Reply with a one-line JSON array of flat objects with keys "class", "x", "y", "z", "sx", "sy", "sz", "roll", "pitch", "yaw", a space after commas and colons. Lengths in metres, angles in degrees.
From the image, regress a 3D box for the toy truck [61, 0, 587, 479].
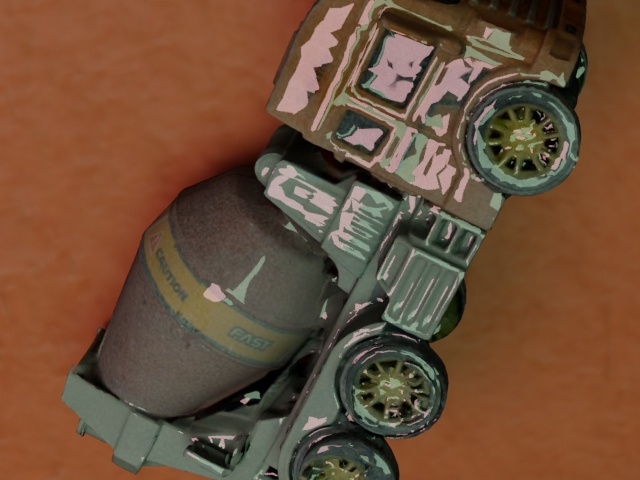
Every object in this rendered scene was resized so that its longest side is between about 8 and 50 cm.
[{"class": "toy truck", "x": 0.000, "y": 0.000, "z": 0.714, "sx": 0.140, "sy": 0.108, "sz": 0.257, "roll": 26, "pitch": 115, "yaw": -1}]
